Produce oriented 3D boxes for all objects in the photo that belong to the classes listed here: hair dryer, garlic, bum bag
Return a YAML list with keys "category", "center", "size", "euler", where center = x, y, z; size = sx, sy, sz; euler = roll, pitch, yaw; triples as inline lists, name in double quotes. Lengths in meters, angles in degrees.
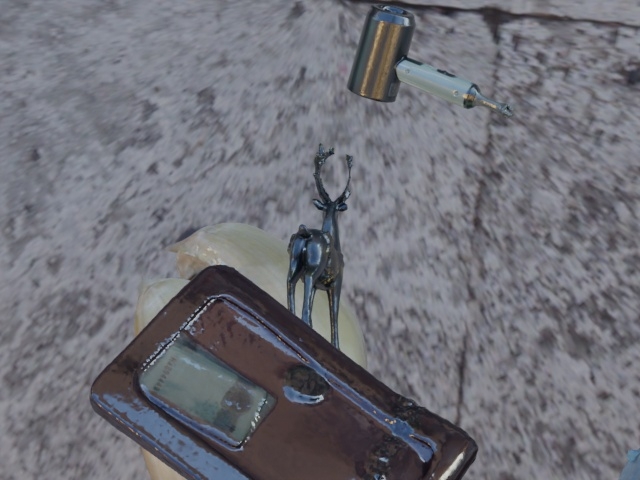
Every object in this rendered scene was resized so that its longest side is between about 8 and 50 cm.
- category: "hair dryer"
  center: [0.125, -0.178, 1.615]
  size: [0.198, 0.057, 0.100]
  euler: [26, 113, 23]
- category: "garlic"
  center: [-0.086, 0.147, 1.594]
  size: [0.286, 0.249, 0.313]
  euler: [-11, 101, -29]
- category: "bum bag"
  center: [-0.017, 0.086, 0.675]
  size: [0.159, 0.109, 0.026]
  euler: [36, 141, 8]

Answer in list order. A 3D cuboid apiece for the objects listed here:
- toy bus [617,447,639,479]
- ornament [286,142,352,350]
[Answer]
- category: "toy bus"
  center: [0.172, 0.157, 0.482]
  size: [0.190, 0.312, 0.152]
  euler: [44, 123, 3]
- category: "ornament"
  center: [0.000, 0.000, 0.851]
  size: [0.028, 0.073, 0.125]
  euler: [1, 69, 15]
